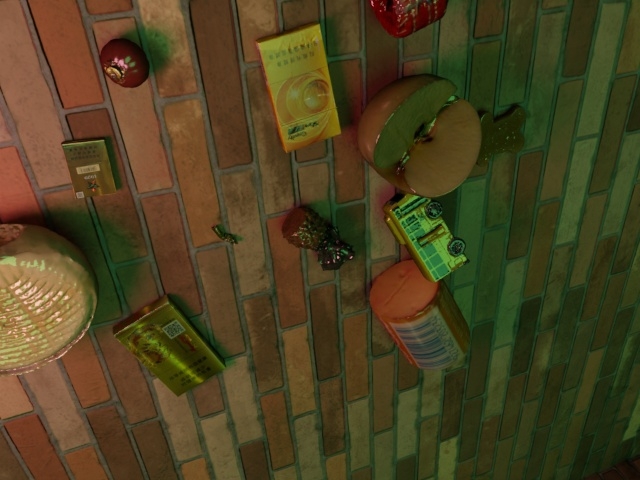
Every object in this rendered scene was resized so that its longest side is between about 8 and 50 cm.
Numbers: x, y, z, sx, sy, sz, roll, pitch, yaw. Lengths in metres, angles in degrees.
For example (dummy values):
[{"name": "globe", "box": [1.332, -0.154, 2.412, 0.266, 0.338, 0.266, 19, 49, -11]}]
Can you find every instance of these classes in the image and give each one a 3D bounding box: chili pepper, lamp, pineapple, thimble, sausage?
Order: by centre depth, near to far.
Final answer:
[{"name": "lamp", "box": [-0.398, -0.360, 1.122, 0.101, 0.090, 0.101, 14, 137, 13]}, {"name": "thimble", "box": [0.182, -0.543, 1.197, 0.124, 0.190, 0.163, -27, 151, -2]}, {"name": "chili pepper", "box": [-0.250, -0.011, 1.436, 0.027, 0.022, 0.083, -46, 122, 10]}, {"name": "pineapple", "box": [0.000, 0.000, 1.504, 0.237, 0.119, 0.111, 34, 58, -39]}, {"name": "sausage", "box": [0.311, 0.234, 1.694, 0.233, 0.233, 0.287, -36, 127, 1]}]

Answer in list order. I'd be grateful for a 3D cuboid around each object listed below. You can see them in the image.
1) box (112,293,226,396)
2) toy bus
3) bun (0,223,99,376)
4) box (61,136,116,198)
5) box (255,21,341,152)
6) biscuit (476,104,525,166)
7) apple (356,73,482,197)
[{"name": "box", "box": [-0.415, 0.302, 1.544, 0.172, 0.043, 0.311, -32, 127, -2]}, {"name": "toy bus", "box": [0.284, -0.026, 1.530, 0.150, 0.128, 0.262, -33, 99, 1]}, {"name": "bun", "box": [-0.689, 0.112, 1.217, 0.363, 0.202, 0.365, -16, 128, -21]}, {"name": "box", "box": [-0.516, -0.162, 1.233, 0.090, 0.023, 0.134, -11, 123, -15]}, {"name": "box", "box": [-0.047, -0.356, 1.298, 0.152, 0.043, 0.270, -20, 125, -10]}, {"name": "biscuit", "box": [0.472, -0.293, 1.560, 0.249, 0.036, 0.166, -20, 125, -15]}, {"name": "apple", "box": [0.234, -0.261, 1.359, 0.295, 0.233, 0.258, 32, 90, -23]}]
